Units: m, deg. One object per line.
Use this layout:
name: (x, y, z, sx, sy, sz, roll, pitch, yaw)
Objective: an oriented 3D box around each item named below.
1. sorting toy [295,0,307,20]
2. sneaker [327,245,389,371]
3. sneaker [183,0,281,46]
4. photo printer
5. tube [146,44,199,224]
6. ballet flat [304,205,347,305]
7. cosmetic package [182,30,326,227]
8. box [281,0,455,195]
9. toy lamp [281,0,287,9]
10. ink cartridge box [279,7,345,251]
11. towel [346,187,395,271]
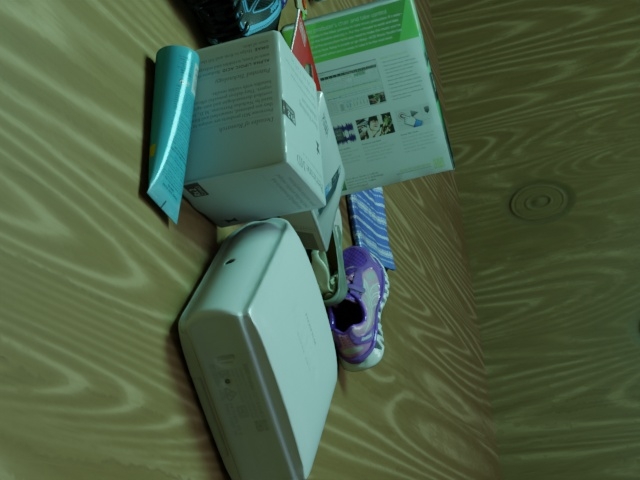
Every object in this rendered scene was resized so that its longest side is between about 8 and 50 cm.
sorting toy: (-0.034, -0.441, 2.229, 0.062, 0.012, 0.083, 26, 54, -72)
sneaker: (0.055, 0.097, 2.014, 0.104, 0.095, 0.236, 52, 30, -45)
sneaker: (-0.119, -0.327, 1.603, 0.341, 0.125, 0.139, 15, 69, -72)
photo printer: (-0.064, 0.128, 1.492, 0.307, 0.107, 0.256, -68, 144, -65)
tube: (-0.174, -0.128, 1.400, 0.080, 0.052, 0.207, 47, 40, -56)
ballet flat: (0.000, 0.000, 1.909, 0.068, 0.072, 0.213, -8, 88, -71)
cosmetic package: (-0.091, -0.135, 1.499, 0.151, 0.151, 0.183, 45, 36, -63)
box: (0.087, -0.252, 2.109, 0.058, 0.232, 0.322, -78, 154, -67)
toy lamp: (-0.080, -0.272, 1.802, 0.080, 0.080, 0.274, 57, 24, -55)
ink cartridge box: (-0.010, -0.154, 1.767, 0.296, 0.066, 0.261, 70, 31, -70)
towel: (0.092, -0.117, 2.411, 0.243, 0.040, 0.336, 34, 47, -69)
